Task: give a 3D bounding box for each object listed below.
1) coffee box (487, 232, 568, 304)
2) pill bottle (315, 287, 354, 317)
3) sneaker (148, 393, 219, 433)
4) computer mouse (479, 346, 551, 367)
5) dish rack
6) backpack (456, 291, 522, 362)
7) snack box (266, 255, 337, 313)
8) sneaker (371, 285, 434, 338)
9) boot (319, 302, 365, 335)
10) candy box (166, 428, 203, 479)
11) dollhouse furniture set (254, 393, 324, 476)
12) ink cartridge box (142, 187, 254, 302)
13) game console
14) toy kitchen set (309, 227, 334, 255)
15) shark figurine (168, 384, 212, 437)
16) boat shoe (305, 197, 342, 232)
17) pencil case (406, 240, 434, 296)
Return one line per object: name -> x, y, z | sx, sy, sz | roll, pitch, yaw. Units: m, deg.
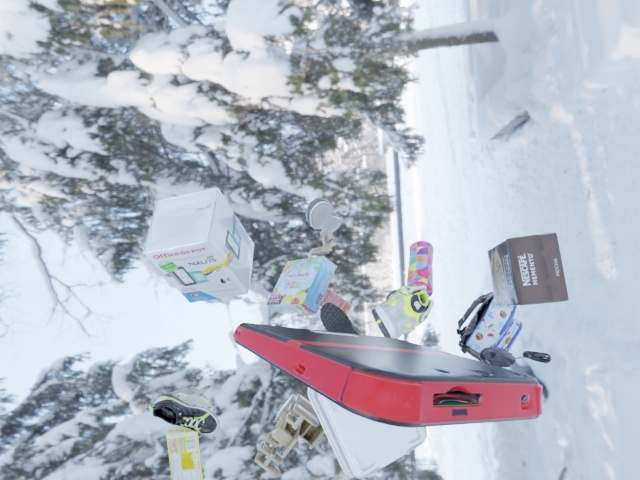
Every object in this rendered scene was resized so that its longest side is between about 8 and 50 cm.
coffee box -> 0.537, 0.085, 1.291 | 0.297, 0.119, 0.168 | 40, -136, -78
pill bottle -> 0.017, 0.253, 1.957 | 0.121, 0.216, 0.121 | -54, -2, -3
sneaker -> -0.449, 0.587, 1.588 | 0.097, 0.235, 0.084 | -87, 20, -80
computer mouse -> 0.591, 0.345, 1.465 | 0.071, 0.242, 0.041 | -131, 46, -66
dish rack -> 0.147, 0.491, 1.377 | 0.333, 0.285, 0.072 | 66, 168, -7
backpack -> 0.684, 0.342, 1.942 | 0.263, 0.213, 0.276 | -68, -10, 9
snack box -> -0.062, 0.146, 1.567 | 0.070, 0.207, 0.174 | 40, -118, -29
sneaker -> 0.280, 0.205, 1.475 | 0.145, 0.147, 0.385 | 60, -161, 4
boot -> 0.071, 0.292, 1.665 | 0.246, 0.083, 0.161 | 46, 177, -17
candy box -> -0.469, 0.751, 1.680 | 0.027, 0.105, 0.206 | -90, -3, -79
dollhouse furniture set -> -0.068, 0.623, 1.560 | 0.212, 0.161, 0.242 | -53, -1, 6
ink cartridge box -> -0.341, 0.020, 1.409 | 0.270, 0.198, 0.197 | 65, -160, -49
game console -> 0.106, 0.195, 0.740 | 0.386, 0.342, 0.060 | 15, -97, -38
toy kitchen set -> 0.000, 0.000, 1.667 | 0.068, 0.075, 0.083 | 135, 124, -64
shark figurine -> -0.473, 0.626, 1.881 | 0.116, 0.166, 0.278 | 38, 158, 52
boat shoe -> -0.005, -0.105, 1.859 | 0.095, 0.112, 0.335 | 45, -178, 18
pencil case -> 0.368, 0.109, 1.785 | 0.236, 0.104, 0.104 | -74, -20, -44
